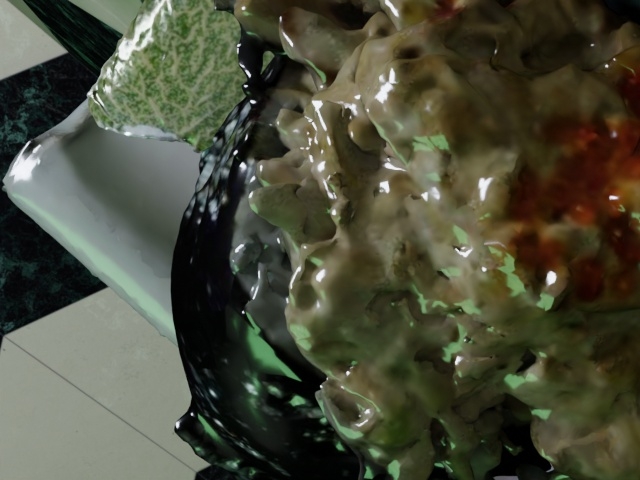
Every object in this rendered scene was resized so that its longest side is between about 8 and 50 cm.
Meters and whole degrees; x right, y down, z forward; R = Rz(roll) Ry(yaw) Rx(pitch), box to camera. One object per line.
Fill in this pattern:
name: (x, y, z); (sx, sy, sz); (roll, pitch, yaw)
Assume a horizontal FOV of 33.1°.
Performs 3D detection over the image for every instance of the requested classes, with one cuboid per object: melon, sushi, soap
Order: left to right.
melon: (-0.032, -0.126, 0.568); (0.093, 0.202, 0.139); (-106, 5, -64)
soap: (0.018, 0.029, 0.824); (0.435, 0.213, 0.350); (42, -177, -3)
sushi: (0.056, 0.006, 0.442); (0.238, 0.225, 0.219); (18, 168, -25)
